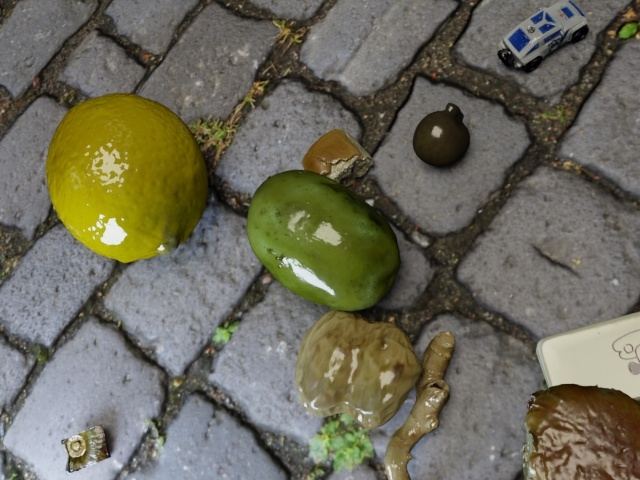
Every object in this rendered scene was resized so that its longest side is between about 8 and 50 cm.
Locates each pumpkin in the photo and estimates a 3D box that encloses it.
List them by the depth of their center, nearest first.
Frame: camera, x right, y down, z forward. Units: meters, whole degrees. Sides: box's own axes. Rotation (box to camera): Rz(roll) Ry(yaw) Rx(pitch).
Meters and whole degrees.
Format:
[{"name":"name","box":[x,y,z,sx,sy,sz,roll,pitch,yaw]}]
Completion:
[{"name":"pumpkin","box":[-0.458,0.410,1.381,0.101,0.035,0.073,-20,77,8]}]

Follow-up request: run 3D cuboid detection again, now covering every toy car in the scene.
[{"name":"toy car","box":[0.415,-0.388,1.327,0.170,0.070,0.080,-32,65,6]}]

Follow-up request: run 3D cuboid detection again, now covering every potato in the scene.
[{"name":"potato","box":[0.002,-0.002,1.267,0.304,0.216,0.216,27,82,19]}]

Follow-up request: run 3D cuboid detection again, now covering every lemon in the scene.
[{"name":"lemon","box":[-0.379,-0.127,1.389,0.336,0.336,0.336,-6,69,18]}]

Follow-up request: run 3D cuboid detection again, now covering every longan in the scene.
[{"name":"longan","box":[0.228,-0.195,1.306,0.106,0.106,0.119,31,104,26]}]

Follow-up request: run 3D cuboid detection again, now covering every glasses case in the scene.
[{"name":"glasses case","box":[0.506,0.179,1.093,0.312,0.070,0.131,-18,67,13]}]

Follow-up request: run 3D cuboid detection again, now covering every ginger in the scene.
[{"name":"ginger","box":[0.172,0.291,1.174,0.089,0.075,0.288,0,68,58]}]

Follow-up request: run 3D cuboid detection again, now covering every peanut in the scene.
[{"name":"peanut","box":[0.062,0.219,1.211,0.233,0.110,0.197,10,71,28]}]

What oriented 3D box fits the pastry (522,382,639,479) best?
[{"name":"pastry","box":[0.378,0.305,0.992,0.218,0.100,0.229,-31,62,-4]}]

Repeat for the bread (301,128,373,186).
[{"name":"bread","box":[0.025,-0.154,1.377,0.125,0.082,0.106,-41,69,5]}]
